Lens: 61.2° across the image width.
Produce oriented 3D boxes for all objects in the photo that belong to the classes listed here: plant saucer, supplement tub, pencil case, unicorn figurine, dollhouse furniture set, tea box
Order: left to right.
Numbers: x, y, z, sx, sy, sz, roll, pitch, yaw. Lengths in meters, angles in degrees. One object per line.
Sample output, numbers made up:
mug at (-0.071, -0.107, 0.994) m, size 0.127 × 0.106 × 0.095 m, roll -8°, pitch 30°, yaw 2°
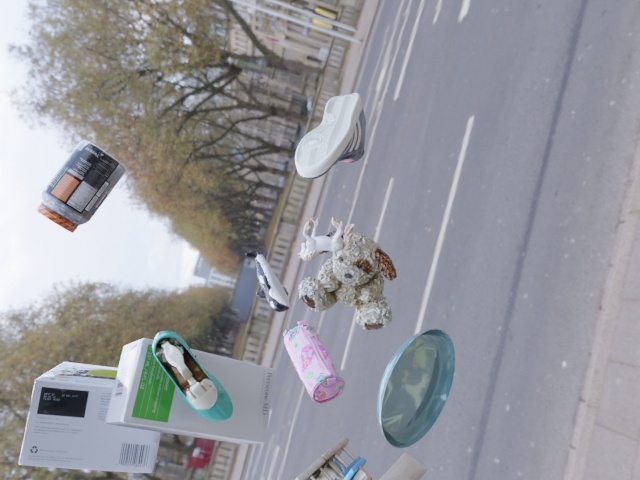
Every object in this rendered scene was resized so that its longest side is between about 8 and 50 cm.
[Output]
supplement tub at (-0.897, -0.198, 2.020) m, size 0.315 × 0.194 × 0.193 m, roll -57°, pitch 3°, yaw -10°
tea box at (-0.607, 0.485, 1.520) m, size 0.323 × 0.329 × 0.219 m, roll 163°, pitch 116°, yaw -77°
pencil case at (-0.025, 0.392, 1.766) m, size 0.284 × 0.124 × 0.124 m, roll 57°, pitch 135°, yaw 50°
unicorn figurine at (0.000, 0.000, 1.286) m, size 0.060 × 0.162 × 0.111 m, roll -40°, pitch -50°, yaw -56°
dollhouse furniture set at (0.060, 0.346, 0.794) m, size 0.129 × 0.129 × 0.183 m, roll -20°, pitch -37°, yaw -51°
plant saucer at (0.242, 0.372, 1.387) m, size 0.044 × 0.318 × 0.317 m, roll 17°, pitch 90°, yaw 43°

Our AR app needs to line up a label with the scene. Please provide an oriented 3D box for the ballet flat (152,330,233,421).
ballet flat at (-0.287, 0.302, 1.182) m, size 0.083 × 0.247 × 0.087 m, roll -39°, pitch -6°, yaw -10°

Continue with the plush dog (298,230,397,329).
plush dog at (0.094, 0.079, 1.427) m, size 0.210 × 0.263 × 0.225 m, roll -56°, pitch -19°, yaw -47°

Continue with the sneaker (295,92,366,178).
sneaker at (0.047, -0.238, 1.393) m, size 0.350 × 0.131 × 0.148 m, roll -61°, pitch -38°, yaw -42°

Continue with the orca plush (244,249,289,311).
orca plush at (-0.221, 0.169, 2.072) m, size 0.102 × 0.287 × 0.151 m, roll -38°, pitch -17°, yaw 10°

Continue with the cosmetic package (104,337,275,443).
cosmetic package at (-0.312, 0.382, 1.340) m, size 0.155 × 0.366 × 0.196 m, roll -26°, pitch 52°, yaw 50°
